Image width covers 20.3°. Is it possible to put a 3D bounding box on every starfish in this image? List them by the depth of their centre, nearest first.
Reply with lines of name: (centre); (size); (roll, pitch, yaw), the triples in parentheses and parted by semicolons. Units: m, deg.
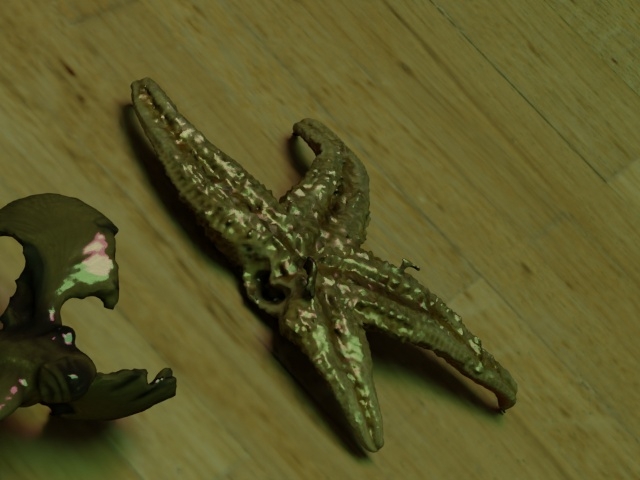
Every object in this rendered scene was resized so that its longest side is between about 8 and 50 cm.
starfish: (0.002, -0.001, 0.950); (0.138, 0.050, 0.247); (-14, 66, -50)

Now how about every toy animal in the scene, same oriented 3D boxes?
toy animal: (-0.165, 0.036, 0.726); (0.214, 0.093, 0.186); (29, 29, -3)
